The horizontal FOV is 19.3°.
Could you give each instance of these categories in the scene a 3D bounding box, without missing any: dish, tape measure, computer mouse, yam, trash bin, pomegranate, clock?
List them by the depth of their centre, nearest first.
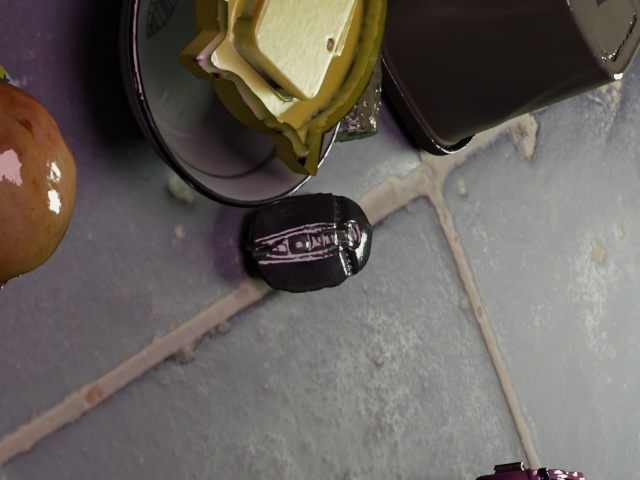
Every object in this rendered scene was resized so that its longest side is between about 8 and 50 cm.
[{"bbox_3d":[-0.294,-0.048,1.600,0.191,0.191,0.191,13,72,-46],"label":"pomegranate"},{"bbox_3d":[-0.035,-0.238,1.855,0.277,0.071,0.293,51,58,-46],"label":"clock"},{"bbox_3d":[-0.112,-0.184,1.895,0.316,0.106,0.316,9,78,-48],"label":"dish"},{"bbox_3d":[0.000,0.000,2.011,0.192,0.062,0.105,-9,89,-50],"label":"computer mouse"},{"bbox_3d":[0.017,-0.185,2.045,0.107,0.107,0.183,21,65,-44],"label":"yam"},{"bbox_3d":[0.221,-0.247,2.174,0.219,0.250,0.219,57,39,-23],"label":"trash bin"},{"bbox_3d":[0.239,0.298,2.178,0.125,0.118,0.074,24,59,-62],"label":"tape measure"}]

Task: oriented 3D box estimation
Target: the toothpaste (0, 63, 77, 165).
[{"bbox_3d":[-0.291,-0.116,1.729,0.164,0.034,0.046,56,49,-24],"label":"toothpaste"}]
